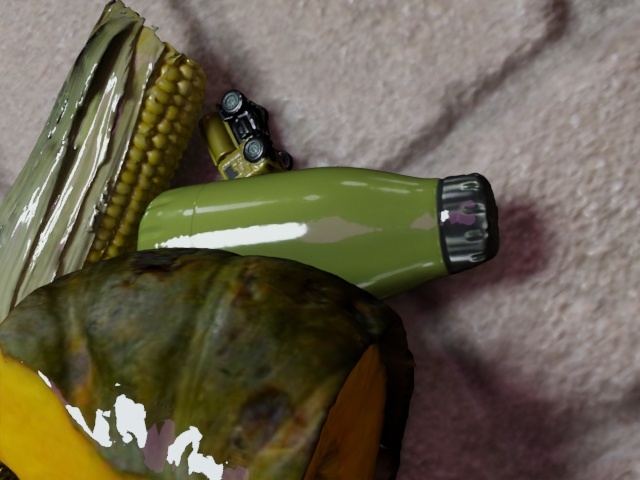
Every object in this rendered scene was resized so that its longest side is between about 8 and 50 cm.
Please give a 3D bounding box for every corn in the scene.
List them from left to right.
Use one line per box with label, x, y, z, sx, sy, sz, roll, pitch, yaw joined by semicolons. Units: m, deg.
corn;-0.196;-0.040;0.754;0.122;0.123;0.305;25;89;39

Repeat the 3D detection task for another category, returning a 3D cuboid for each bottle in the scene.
bottle;0.000;0.000;0.692;0.260;0.112;0.112;-7;75;17

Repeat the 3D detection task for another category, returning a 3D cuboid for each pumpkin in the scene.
pumpkin;-0.066;0.144;0.591;0.226;0.256;0.303;16;119;12

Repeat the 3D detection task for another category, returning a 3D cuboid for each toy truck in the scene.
toy truck;-0.063;-0.075;0.767;0.054;0.049;0.083;-35;66;16

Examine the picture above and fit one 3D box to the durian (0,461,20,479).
durian;-0.279;0.155;0.744;0.102;0.146;0.208;-28;50;-34
